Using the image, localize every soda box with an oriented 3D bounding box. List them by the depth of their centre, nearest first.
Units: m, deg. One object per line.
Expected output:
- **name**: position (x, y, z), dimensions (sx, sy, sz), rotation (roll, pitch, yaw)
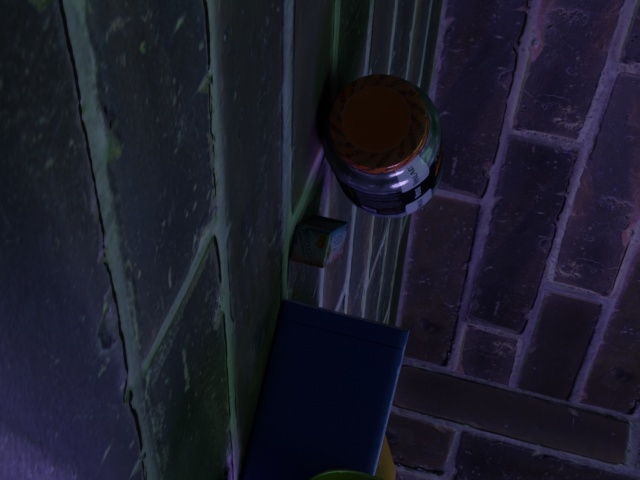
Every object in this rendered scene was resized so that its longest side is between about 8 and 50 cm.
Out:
- **soda box**: position (0.000, 0.000, 1.768), dimensions (0.183, 0.058, 0.063), rotation (-31, 134, -78)

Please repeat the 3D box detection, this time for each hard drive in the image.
- **hard drive**: position (0.006, 0.276, 1.728), dimensions (0.040, 0.210, 0.318), rotation (-6, 110, -83)

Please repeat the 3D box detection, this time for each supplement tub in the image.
- **supplement tub**: position (0.107, -0.156, 1.760), dimensions (0.316, 0.194, 0.193), rotation (50, 54, -79)

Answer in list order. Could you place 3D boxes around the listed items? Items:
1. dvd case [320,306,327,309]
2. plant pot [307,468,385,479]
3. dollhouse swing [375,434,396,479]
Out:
- **dvd case**: position (-0.034, 0.277, 2.078), dimensions (0.180, 0.022, 0.253), rotation (-54, 156, -67)
- **plant pot**: position (0.017, 0.552, 1.623), dimensions (0.293, 0.275, 0.275), rotation (-59, 180, 30)
- **dollhouse swing**: position (-0.032, 0.406, 1.933), dimensions (0.347, 0.305, 0.315), rotation (29, 44, -83)
